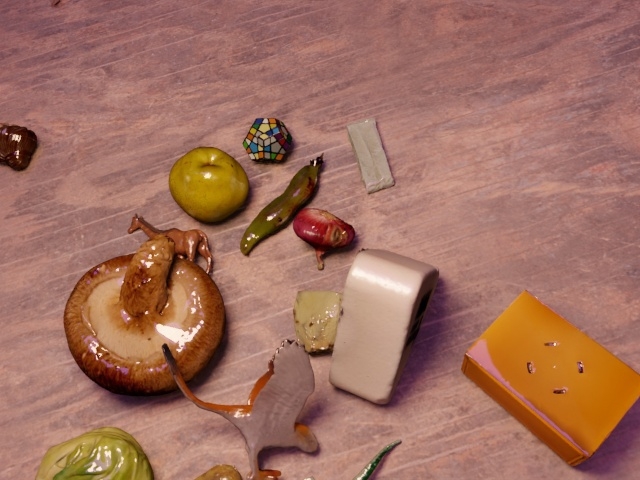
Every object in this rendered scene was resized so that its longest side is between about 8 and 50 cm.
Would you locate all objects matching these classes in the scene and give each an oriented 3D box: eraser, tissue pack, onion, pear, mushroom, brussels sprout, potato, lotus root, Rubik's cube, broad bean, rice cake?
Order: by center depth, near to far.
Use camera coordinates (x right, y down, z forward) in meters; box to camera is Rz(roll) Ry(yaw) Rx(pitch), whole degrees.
[{"bbox_3d":[-0.435,0.474,1.132,0.223,0.161,0.223,-2,83,13],"label":"brussels sprout"},{"bbox_3d":[-0.211,0.496,1.132,0.138,0.070,0.091,-35,63,7],"label":"potato"},{"bbox_3d":[0.446,0.267,1.138,0.194,0.145,0.274,-42,65,-14],"label":"tissue pack"},{"bbox_3d":[0.146,0.133,1.213,0.150,0.331,0.331,17,64,15],"label":"eraser"},{"bbox_3d":[-0.377,0.178,1.264,0.346,0.239,0.344,-12,65,27],"label":"mushroom"},{"bbox_3d":[-0.001,0.176,1.271,0.143,0.070,0.144,-8,59,21],"label":"lotus root"},{"bbox_3d":[0.000,0.000,1.374,0.150,0.150,0.140,19,105,17],"label":"onion"},{"bbox_3d":[-0.276,-0.140,1.434,0.198,0.198,0.198,-3,60,6],"label":"pear"},{"bbox_3d":[-0.084,-0.094,1.457,0.077,0.061,0.339,30,67,29],"label":"broad bean"},{"bbox_3d":[0.130,-0.226,1.516,0.085,0.040,0.226,-13,59,-1],"label":"rice cake"},{"bbox_3d":[-0.139,-0.262,1.531,0.133,0.133,0.112,33,40,23],"label":"Rubik's cube"}]

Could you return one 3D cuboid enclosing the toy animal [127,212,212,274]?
[{"bbox_3d":[-0.379,0.011,1.440,0.224,0.066,0.229,-21,68,17],"label":"toy animal"}]

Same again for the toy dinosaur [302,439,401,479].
[{"bbox_3d":[-0.014,0.488,1.115,0.129,0.076,0.383,39,75,18],"label":"toy dinosaur"}]

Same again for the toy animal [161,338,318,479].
[{"bbox_3d":[-0.151,0.335,1.130,0.285,0.225,0.301,-5,84,-11],"label":"toy animal"}]

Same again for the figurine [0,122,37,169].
[{"bbox_3d":[-0.966,-0.302,1.642,0.316,0.187,0.167,7,57,2],"label":"figurine"}]
